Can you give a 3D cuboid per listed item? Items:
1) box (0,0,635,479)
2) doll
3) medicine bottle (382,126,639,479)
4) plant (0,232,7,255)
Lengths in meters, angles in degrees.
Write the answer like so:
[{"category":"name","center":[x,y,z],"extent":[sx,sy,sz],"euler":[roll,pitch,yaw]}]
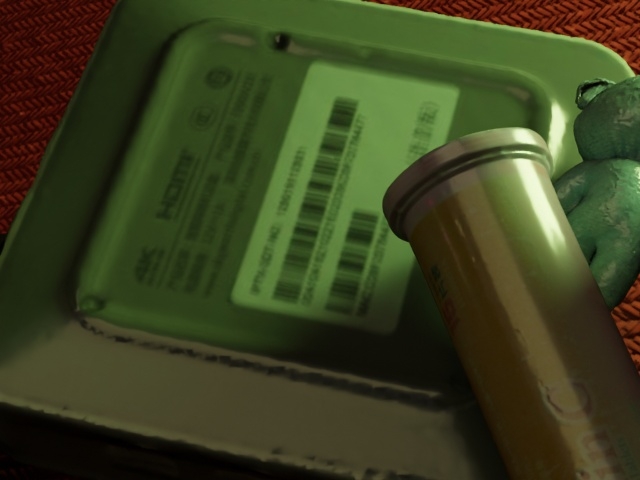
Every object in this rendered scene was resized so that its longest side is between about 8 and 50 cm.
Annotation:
[{"category":"box","center":[0.000,0.000,1.183],"extent":[0.397,0.111,0.396],"euler":[11,52,7]},{"category":"doll","center":[0.196,-0.025,1.118],"extent":[0.120,0.075,0.179],"euler":[16,72,25]},{"category":"medicine bottle","center":[0.154,0.141,0.969],"extent":[0.108,0.108,0.426],"euler":[-23,64,6]},{"category":"plant","center":[-0.168,0.040,1.287],"extent":[0.132,0.129,0.194],"euler":[-15,48,-24]}]
